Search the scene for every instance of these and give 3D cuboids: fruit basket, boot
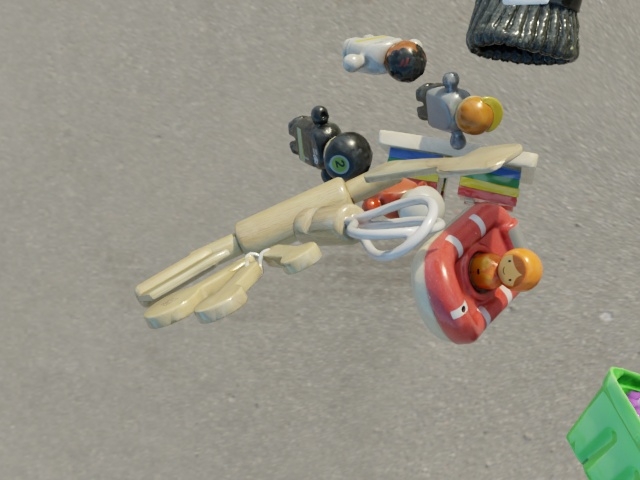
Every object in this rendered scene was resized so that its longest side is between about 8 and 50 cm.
[{"bbox_3d":[0.671,0.369,1.705,0.392,0.283,0.391,-21,60,43],"label":"fruit basket"},{"bbox_3d":[0.397,-0.394,1.481,0.348,0.131,0.260,1,79,19],"label":"boot"}]

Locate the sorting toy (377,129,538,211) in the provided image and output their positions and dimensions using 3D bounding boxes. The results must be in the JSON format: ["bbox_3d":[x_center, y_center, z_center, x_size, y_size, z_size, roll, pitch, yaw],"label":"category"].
[{"bbox_3d":[0.235,-0.109,1.693,0.256,0.257,0.089,10,89,12],"label":"sorting toy"}]

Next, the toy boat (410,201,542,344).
[{"bbox_3d":[0.234,0.044,1.355,0.151,0.231,0.151,-6,115,47],"label":"toy boat"}]

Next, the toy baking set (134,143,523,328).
[{"bbox_3d":[-0.001,-0.001,0.614,0.256,0.197,0.030,-25,104,3],"label":"toy baking set"}]

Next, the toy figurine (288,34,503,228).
[{"bbox_3d":[0.092,-0.135,1.206,0.209,0.213,0.148,-56,32,-1],"label":"toy figurine"}]

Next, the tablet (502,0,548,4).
[{"bbox_3d":[0.240,-0.316,1.148,0.054,0.006,0.083,-1,112,2],"label":"tablet"}]
